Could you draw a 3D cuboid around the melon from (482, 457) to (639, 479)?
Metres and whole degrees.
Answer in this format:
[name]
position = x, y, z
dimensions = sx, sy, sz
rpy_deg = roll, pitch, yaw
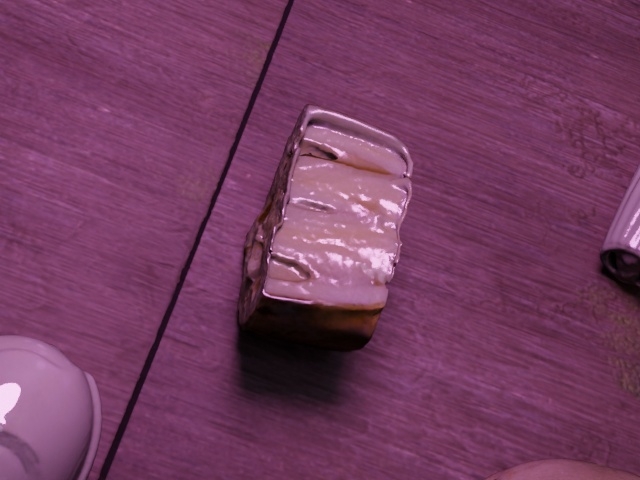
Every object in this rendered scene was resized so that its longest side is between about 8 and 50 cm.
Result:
[melon]
position = 0.214, 0.305, 0.758
dimensions = 0.330, 0.268, 0.268
rpy_deg = 24, 57, 2

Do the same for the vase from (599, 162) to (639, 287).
[vase]
position = 0.394, -0.051, 1.106
dimensions = 0.128, 0.128, 0.248
rpy_deg = 41, 67, 7

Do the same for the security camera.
[security camera]
position = -0.297, 0.118, 0.755
dimensions = 0.277, 0.197, 0.191
rpy_deg = 39, 58, -5

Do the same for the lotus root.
[lotus root]
position = 0.000, 0.000, 0.938
dimensions = 0.119, 0.138, 0.234
rpy_deg = 21, 57, -12
